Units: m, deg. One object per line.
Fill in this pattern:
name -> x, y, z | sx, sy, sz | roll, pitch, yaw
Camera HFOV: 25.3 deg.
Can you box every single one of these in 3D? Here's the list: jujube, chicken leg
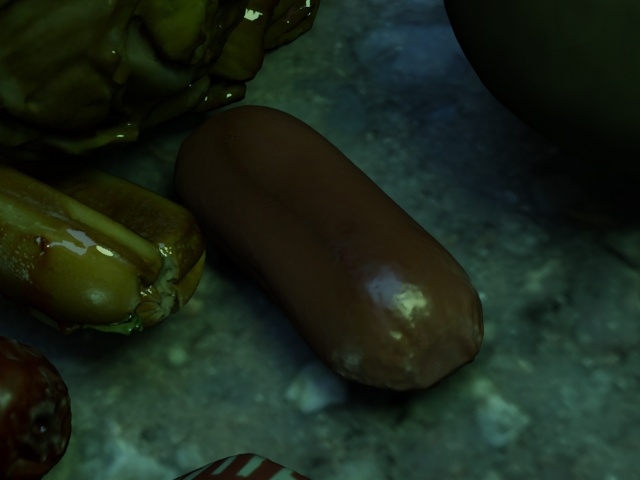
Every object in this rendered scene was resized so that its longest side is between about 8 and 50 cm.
jujube -> -0.173, 0.076, 0.630 | 0.129, 0.077, 0.077 | 1, 51, 19
chicken leg -> -0.140, -0.137, 0.746 | 0.295, 0.182, 0.409 | -9, 8, -40

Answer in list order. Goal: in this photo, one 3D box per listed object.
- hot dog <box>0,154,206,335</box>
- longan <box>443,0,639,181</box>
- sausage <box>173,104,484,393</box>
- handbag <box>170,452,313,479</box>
hot dog -> -0.160, -0.013, 0.690 | 0.250, 0.076, 0.104 | 20, 14, 34
longan -> 0.210, -0.171, 0.619 | 0.350, 0.288, 0.288 | -37, 53, -16
sausage -> 0.000, 0.000, 0.657 | 0.077, 0.077, 0.194 | -33, 49, -15
handbag -> -0.017, 0.176, 0.430 | 0.298, 0.151, 0.171 | 22, 30, 25
